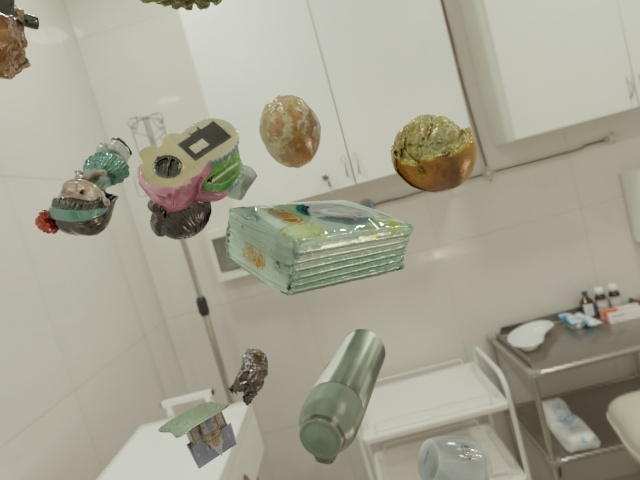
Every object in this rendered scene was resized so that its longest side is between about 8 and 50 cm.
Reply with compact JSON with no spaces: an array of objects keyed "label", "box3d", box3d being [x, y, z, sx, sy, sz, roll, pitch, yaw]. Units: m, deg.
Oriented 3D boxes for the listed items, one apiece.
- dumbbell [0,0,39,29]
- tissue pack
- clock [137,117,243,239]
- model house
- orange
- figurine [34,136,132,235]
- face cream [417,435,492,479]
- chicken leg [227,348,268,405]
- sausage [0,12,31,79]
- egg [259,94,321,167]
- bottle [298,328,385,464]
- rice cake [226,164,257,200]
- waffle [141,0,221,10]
[{"label":"dumbbell","box3d":[-0.786,-0.493,0.915,0.389,0.185,0.185,1,-7,-41]},{"label":"tissue pack","box3d":[0.000,0.000,1.163,0.388,0.162,0.287,-8,22,-39]},{"label":"clock","box3d":[-0.222,-0.099,0.810,0.194,0.100,0.195,-40,-14,-29]},{"label":"model house","box3d":[-0.234,0.385,0.905,0.117,0.088,0.167,-23,-1,-37]},{"label":"orange","box3d":[0.209,-0.164,0.845,0.157,0.156,0.134,-11,30,42]},{"label":"figurine","box3d":[-0.500,-0.113,1.003,0.138,0.110,0.245,-5,51,23]},{"label":"face cream","box3d":[0.209,0.353,0.721,0.095,0.091,0.091,18,-3,-14]},{"label":"chicken leg","box3d":[-0.203,0.384,1.342,0.105,0.063,0.234,-4,27,9]},{"label":"sausage","box3d":[-0.483,-0.251,0.487,0.302,0.102,0.076,15,-16,-31]},{"label":"egg","box3d":[-0.092,-0.338,1.439,0.195,0.233,0.195,-22,26,11]},{"label":"bottle","box3d":[0.038,0.219,0.675,0.080,0.095,0.254,3,14,17]},{"label":"rice cake","box3d":[-0.199,-0.138,1.067,0.080,0.042,0.222,22,-14,-12]},{"label":"waffle","box3d":[-0.246,-0.528,0.911,0.208,0.054,0.214,-23,2,-37]}]
